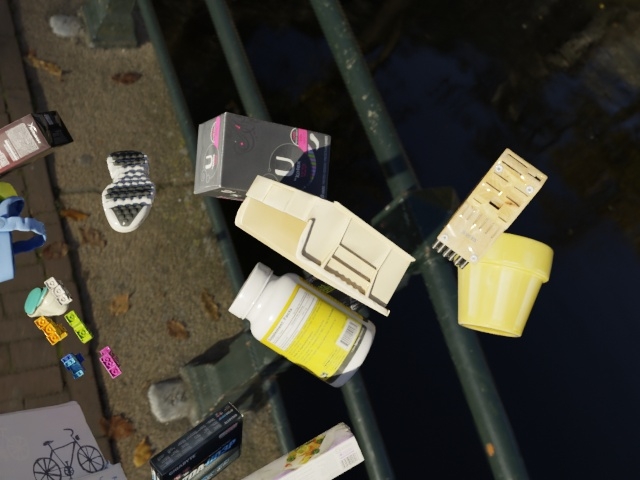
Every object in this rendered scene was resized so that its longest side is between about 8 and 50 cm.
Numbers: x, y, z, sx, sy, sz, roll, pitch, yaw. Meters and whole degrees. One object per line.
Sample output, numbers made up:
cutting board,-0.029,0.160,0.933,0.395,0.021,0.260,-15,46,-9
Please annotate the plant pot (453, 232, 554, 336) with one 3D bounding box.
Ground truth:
plant pot,0.467,0.121,1.809,0.253,0.254,0.239,16,80,-21

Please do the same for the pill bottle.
pill bottle,-0.048,0.200,1.691,0.333,0.188,0.188,33,53,-5

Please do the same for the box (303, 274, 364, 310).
box,-0.009,0.180,2.049,0.270,0.216,0.060,-25,115,-40

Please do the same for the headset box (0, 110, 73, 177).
headset box,-0.255,-0.074,0.564,0.083,0.062,0.032,-27,102,3

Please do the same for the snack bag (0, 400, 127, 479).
snack bag,-0.466,0.437,1.220,0.343,0.037,0.323,56,16,19

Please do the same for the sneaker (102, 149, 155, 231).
sneaker,-0.414,-0.090,1.503,0.110,0.118,0.292,-1,32,-12

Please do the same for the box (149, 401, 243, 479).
box,-0.270,0.481,1.522,0.051,0.175,0.220,36,48,28

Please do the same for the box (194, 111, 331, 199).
box,-0.128,-0.172,1.544,0.270,0.143,0.165,6,84,-33

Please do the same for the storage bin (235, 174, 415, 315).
storage bin,0.000,0.000,1.325,0.260,0.262,0.123,34,86,-33

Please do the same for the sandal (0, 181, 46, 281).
sandal,-0.631,0.036,1.284,0.138,0.126,0.317,28,61,-2

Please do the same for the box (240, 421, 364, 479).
box,-0.073,0.460,1.311,0.323,0.063,0.067,-27,111,-12

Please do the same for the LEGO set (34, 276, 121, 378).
LEGO set,-0.492,0.187,1.365,0.087,0.093,0.227,-34,95,-10

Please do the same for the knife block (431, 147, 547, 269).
knife block,0.316,-0.061,1.320,0.088,0.276,0.242,36,26,5

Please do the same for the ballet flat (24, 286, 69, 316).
ballet flat,-0.705,0.165,1.784,0.086,0.248,0.086,4,83,-31
